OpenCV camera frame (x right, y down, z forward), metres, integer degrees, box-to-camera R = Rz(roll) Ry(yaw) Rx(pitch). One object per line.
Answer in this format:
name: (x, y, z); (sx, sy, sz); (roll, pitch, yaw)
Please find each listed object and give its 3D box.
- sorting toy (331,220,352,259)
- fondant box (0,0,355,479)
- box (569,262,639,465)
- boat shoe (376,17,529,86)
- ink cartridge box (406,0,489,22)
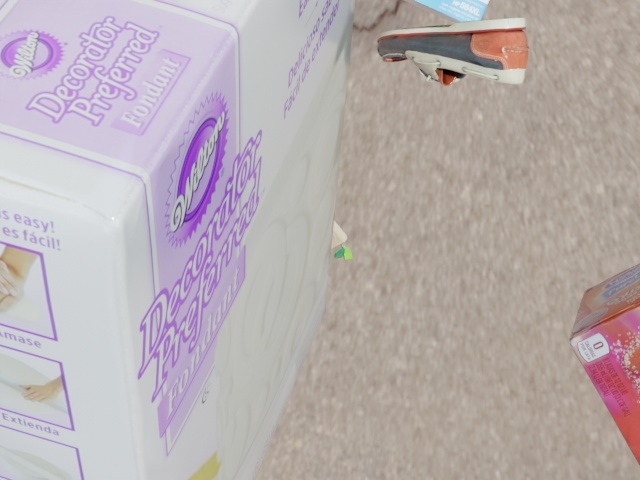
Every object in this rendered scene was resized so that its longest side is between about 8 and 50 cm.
sorting toy: (0.000, 0.000, 1.432); (0.062, 0.012, 0.083); (-30, 116, 22)
fondant box: (-0.067, 0.007, 0.511); (0.096, 0.238, 0.330); (16, 140, 10)
box: (0.302, 0.137, 0.892); (0.122, 0.128, 0.257); (-29, 94, 21)
boat shoe: (0.087, -0.126, 0.815); (0.137, 0.049, 0.043); (7, 107, 52)
ink cartridge box: (0.141, -0.310, 1.262); (0.089, 0.092, 0.143); (20, 100, -24)
